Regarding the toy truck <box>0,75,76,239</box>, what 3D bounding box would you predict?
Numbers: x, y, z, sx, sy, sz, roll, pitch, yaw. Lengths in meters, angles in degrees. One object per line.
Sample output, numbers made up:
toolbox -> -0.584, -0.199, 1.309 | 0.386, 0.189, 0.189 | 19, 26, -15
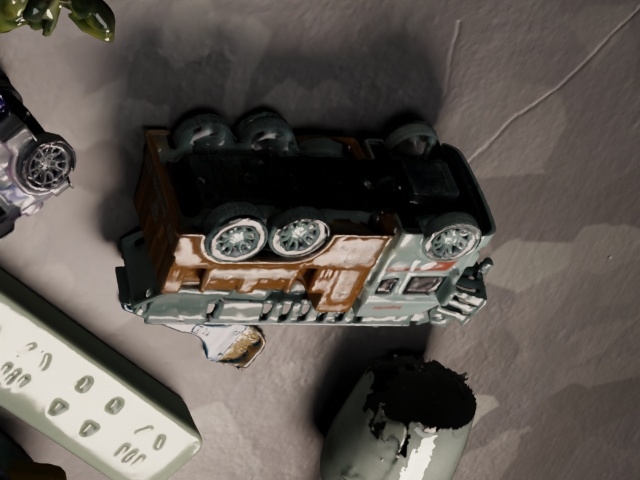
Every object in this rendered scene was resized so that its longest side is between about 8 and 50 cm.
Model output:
toy truck -> -0.308, -0.102, 1.386 | 0.155, 0.124, 0.268 | -41, 136, -7

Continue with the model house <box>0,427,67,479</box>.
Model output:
model house -> -0.359, 0.269, 1.658 | 0.280, 0.230, 0.249 | -34, 110, 0

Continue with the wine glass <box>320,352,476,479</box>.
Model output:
wine glass -> 0.049, 0.263, 1.891 | 0.143, 0.143, 0.321 | 6, 124, -31

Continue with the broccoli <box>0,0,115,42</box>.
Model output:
broccoli -> -0.203, -0.291, 1.184 | 0.334, 0.324, 0.272 | -32, 162, -37

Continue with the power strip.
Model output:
power strip -> -0.246, 0.111, 1.662 | 0.091, 0.062, 0.385 | -42, 135, 6

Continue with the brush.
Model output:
brush -> -0.118, 0.079, 1.735 | 0.164, 0.014, 0.051 | 24, 113, -38

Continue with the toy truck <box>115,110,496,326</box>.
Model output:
toy truck -> 0.000, 0.000, 1.651 | 0.338, 0.133, 0.184 | 1, 137, -25
